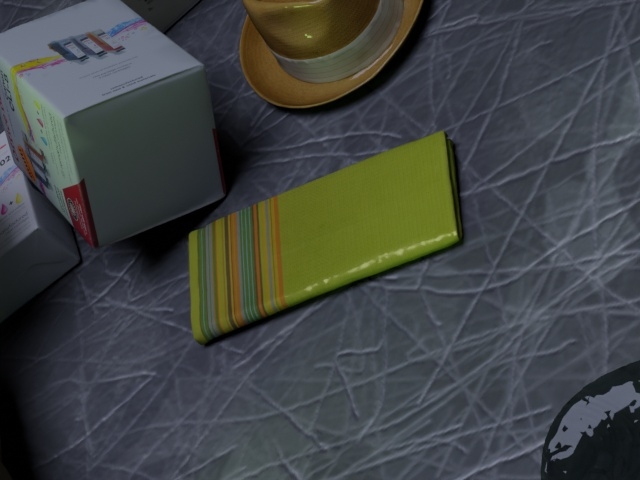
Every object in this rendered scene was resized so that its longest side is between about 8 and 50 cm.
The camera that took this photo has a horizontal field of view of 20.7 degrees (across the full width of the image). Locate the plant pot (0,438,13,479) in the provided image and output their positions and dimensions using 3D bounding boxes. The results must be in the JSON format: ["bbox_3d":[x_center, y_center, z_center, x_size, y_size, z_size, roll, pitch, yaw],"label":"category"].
[{"bbox_3d":[-0.341,0.173,1.344,0.263,0.263,0.229,-30,26,19],"label":"plant pot"}]

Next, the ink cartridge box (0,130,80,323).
[{"bbox_3d":[-0.286,-0.024,1.551,0.104,0.061,0.181,-37,43,12],"label":"ink cartridge box"}]

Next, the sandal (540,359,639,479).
[{"bbox_3d":[0.314,0.062,0.962,0.446,0.107,0.167,-29,46,20],"label":"sandal"}]

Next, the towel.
[{"bbox_3d":[0.000,0.000,1.334,0.237,0.021,0.102,-22,54,25],"label":"towel"}]

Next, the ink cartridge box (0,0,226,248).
[{"bbox_3d":[-0.179,-0.102,1.442,0.127,0.128,0.176,-24,36,-21],"label":"ink cartridge box"}]

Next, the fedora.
[{"bbox_3d":[-0.005,-0.200,1.439,0.194,0.079,0.194,-21,49,26],"label":"fedora"}]

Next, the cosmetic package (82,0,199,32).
[{"bbox_3d":[-0.213,-0.329,1.654,0.129,0.153,0.296,-41,44,6],"label":"cosmetic package"}]
